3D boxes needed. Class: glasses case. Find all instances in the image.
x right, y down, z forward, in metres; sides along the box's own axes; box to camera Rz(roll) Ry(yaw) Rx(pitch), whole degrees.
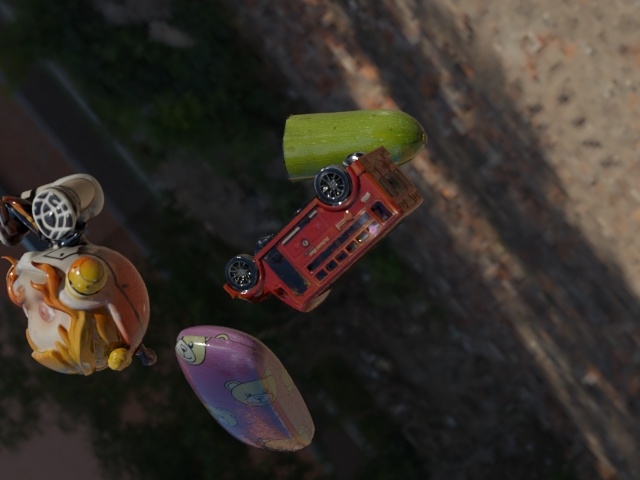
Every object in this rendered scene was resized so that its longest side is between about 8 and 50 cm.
[{"bbox_3d":[-0.095,0.197,1.970,0.123,0.075,0.316,6,152,20],"label":"glasses case"}]

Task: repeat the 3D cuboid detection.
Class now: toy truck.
[{"bbox_3d":[0.000,0.000,1.833,0.114,0.253,0.107,48,-155,4],"label":"toy truck"}]

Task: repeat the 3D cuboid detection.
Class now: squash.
[{"bbox_3d":[0.049,-0.128,2.000,0.095,0.188,0.095,-3,-90,-80],"label":"squash"}]

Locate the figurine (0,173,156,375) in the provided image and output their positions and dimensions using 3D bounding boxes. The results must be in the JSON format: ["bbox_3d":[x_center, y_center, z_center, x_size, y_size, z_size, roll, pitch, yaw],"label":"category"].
[{"bbox_3d":[-0.374,0.067,2.320,0.320,0.196,0.323,0,108,60],"label":"figurine"}]
